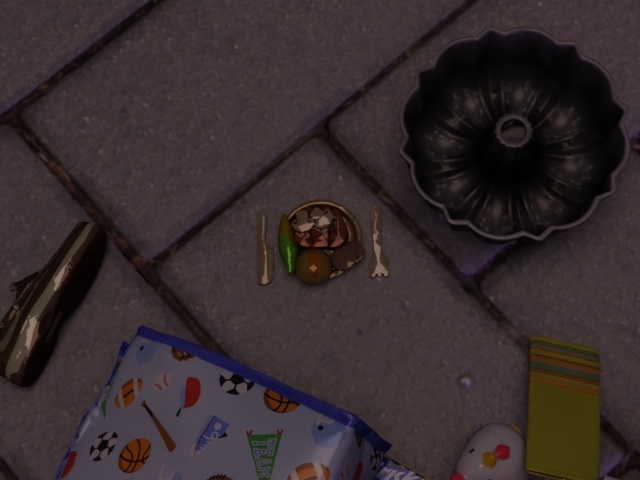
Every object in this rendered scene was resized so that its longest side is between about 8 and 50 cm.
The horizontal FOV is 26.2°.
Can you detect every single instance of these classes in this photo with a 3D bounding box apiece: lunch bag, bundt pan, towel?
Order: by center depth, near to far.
[{"bbox_3d":[-0.152,0.318,1.803,0.385,0.239,0.328,20,76,22],"label":"lunch bag"},{"bbox_3d":[0.328,0.230,1.866,0.102,0.021,0.237,12,45,-1],"label":"towel"},{"bbox_3d":[0.275,-0.136,1.993,0.330,0.124,0.331,-1,71,2],"label":"bundt pan"}]

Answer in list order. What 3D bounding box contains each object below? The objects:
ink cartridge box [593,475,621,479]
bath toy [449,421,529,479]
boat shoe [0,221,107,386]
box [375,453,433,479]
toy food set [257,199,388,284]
[{"bbox_3d":[0.456,0.481,1.620,0.394,0.166,0.286,20,74,2],"label":"ink cartridge box"},{"bbox_3d":[0.291,0.396,1.800,0.129,0.151,0.348,-18,65,-38],"label":"bath toy"},{"bbox_3d":[-0.404,0.077,1.972,0.095,0.095,0.258,24,75,16],"label":"boat shoe"},{"bbox_3d":[0.114,0.342,1.884,0.168,0.054,0.059,28,76,10],"label":"box"},{"bbox_3d":[0.000,0.000,2.005,0.192,0.038,0.133,-4,72,1],"label":"toy food set"}]
